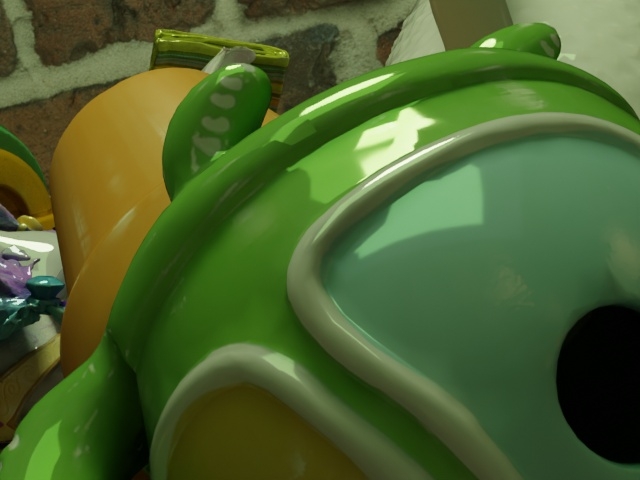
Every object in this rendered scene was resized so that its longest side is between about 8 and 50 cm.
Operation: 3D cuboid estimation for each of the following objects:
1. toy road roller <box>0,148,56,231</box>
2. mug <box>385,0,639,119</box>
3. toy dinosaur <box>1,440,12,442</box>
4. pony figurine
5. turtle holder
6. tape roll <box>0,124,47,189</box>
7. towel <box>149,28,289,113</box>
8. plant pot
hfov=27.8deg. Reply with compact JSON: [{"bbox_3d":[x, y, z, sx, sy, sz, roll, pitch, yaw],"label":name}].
[{"bbox_3d":[-0.333,0.003,1.451,0.202,0.240,0.329,-5,12,44],"label":"toy road roller"},{"bbox_3d":[0.146,-0.093,0.888,0.276,0.374,0.328,-17,22,20],"label":"mug"},{"bbox_3d":[-0.326,0.077,1.084,0.322,0.218,0.164,17,-49,-32],"label":"toy dinosaur"},{"bbox_3d":[-0.189,0.042,0.902,0.363,0.303,0.351,10,38,7],"label":"pony figurine"},{"bbox_3d":[0.035,0.061,0.491,0.320,0.243,0.227,2,36,-35],"label":"turtle holder"},{"bbox_3d":[-0.478,-0.012,1.528,0.321,0.321,0.077,-20,41,-37],"label":"tape roll"},{"bbox_3d":[-0.095,-0.057,1.029,0.102,0.237,0.021,8,39,-9],"label":"towel"},{"bbox_3d":[-0.055,0.007,0.693,0.205,0.205,0.188,-17,44,-21],"label":"plant pot"}]
